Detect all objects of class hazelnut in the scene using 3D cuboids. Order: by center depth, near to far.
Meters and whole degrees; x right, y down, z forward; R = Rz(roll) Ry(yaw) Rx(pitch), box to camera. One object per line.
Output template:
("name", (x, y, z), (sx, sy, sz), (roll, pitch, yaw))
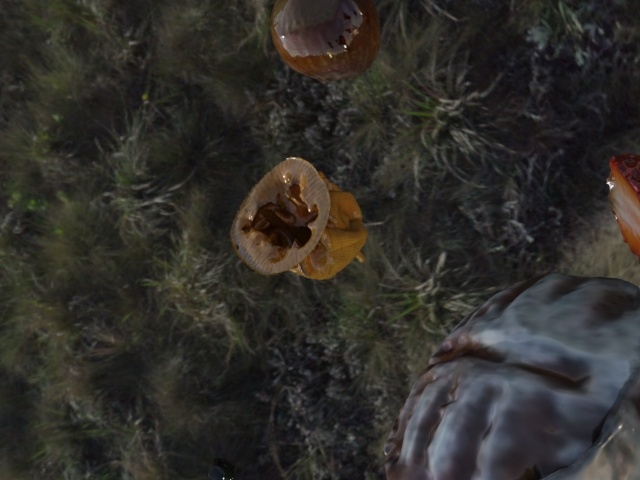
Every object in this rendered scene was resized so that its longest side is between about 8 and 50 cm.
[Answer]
("hazelnut", (0.007, -0.277, 0.823), (0.154, 0.143, 0.143), (10, 97, 31))

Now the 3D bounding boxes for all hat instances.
("hat", (0.000, 0.000, 1.139), (0.244, 0.233, 0.234), (-30, 49, 33))

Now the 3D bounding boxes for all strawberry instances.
("strawberry", (0.773, -0.069, 1.399), (0.149, 0.336, 0.265), (-16, 114, 12))

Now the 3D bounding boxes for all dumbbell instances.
("dumbbell", (-0.150, 0.337, 0.845), (0.036, 0.040, 0.083), (32, 99, -15))

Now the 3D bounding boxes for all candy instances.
("candy", (0.177, 0.141, 0.512), (0.214, 0.289, 0.157), (-16, 112, 52))
